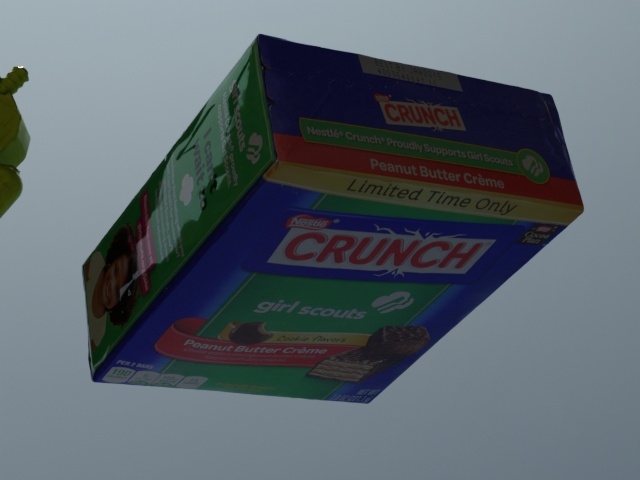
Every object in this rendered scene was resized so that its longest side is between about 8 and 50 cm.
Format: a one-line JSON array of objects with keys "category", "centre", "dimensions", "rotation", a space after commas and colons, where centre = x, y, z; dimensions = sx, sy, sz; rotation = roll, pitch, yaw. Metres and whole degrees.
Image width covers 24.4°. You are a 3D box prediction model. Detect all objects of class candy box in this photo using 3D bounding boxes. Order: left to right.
[{"category": "candy box", "centre": [0.000, 0.000, 1.140], "dimensions": [0.317, 0.268, 0.122], "rotation": [-48, -136, 43]}]

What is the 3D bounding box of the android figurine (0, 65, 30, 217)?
[{"category": "android figurine", "centre": [-0.395, -0.083, 1.425], "dimensions": [0.248, 0.056, 0.273], "rotation": [32, -111, 21]}]
